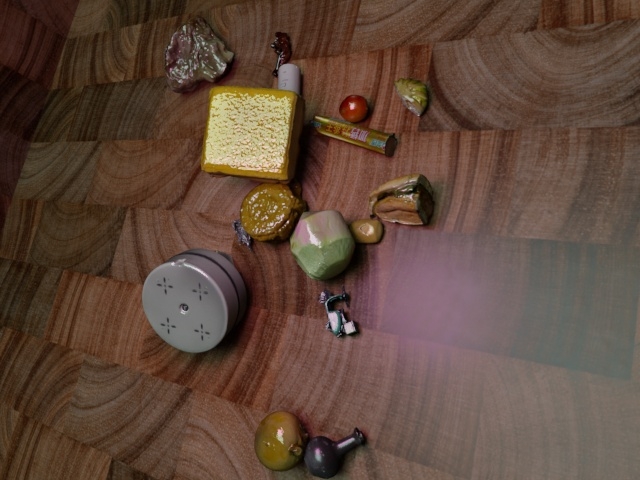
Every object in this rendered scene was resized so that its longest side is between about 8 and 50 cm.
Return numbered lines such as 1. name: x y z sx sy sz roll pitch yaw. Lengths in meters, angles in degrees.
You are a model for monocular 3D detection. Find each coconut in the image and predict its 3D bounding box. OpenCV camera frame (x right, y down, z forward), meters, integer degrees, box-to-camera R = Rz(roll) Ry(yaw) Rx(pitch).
1. coconut: 0.000 0.000 1.649 0.204 0.236 0.236 -29 61 1

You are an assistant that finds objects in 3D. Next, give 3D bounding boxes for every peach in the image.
1. peach: 0.115 -0.464 1.795 0.100 0.100 0.101 -10 70 28

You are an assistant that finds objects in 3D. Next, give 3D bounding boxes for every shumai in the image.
1. shumai: -0.517 -0.800 2.268 0.282 0.217 0.347 19 99 2

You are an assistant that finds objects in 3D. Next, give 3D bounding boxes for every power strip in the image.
1. power strip: -0.436 0.216 1.780 0.356 0.161 0.358 5 109 16

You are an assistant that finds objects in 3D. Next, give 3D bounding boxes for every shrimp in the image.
1. shrimp: -0.288 -0.019 1.914 0.065 0.057 0.165 -24 53 5

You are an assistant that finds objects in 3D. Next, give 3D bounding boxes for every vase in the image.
1. vase: 0.046 0.611 1.488 0.182 0.120 0.120 -29 61 3

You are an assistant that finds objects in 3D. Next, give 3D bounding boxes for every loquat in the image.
1. loquat: -0.114 0.608 1.545 0.204 0.149 0.172 -5 63 52

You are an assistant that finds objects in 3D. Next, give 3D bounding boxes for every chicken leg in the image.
1. chicken leg: -0.162 -0.765 2.083 0.089 0.048 0.219 -16 67 29

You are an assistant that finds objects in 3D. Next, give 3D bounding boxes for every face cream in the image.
1. face cream: -0.122 -0.520 1.957 0.092 0.092 0.312 -10 71 28

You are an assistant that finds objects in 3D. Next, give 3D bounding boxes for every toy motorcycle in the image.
1. toy motorcycle: 0.055 0.227 1.633 0.100 0.058 0.173 -24 65 14

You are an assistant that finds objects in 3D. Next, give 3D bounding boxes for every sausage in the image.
1. sausage: 0.098 -0.380 1.790 0.371 0.082 0.082 25 88 34

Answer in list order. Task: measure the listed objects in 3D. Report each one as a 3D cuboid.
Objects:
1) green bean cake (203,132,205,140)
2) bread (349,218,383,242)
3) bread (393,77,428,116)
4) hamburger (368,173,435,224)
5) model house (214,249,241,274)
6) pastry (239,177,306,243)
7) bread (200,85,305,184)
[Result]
1. green bean cake: -0.362 -0.470 2.072 0.208 0.107 0.194 7 77 30
2. bread: 0.144 -0.032 1.663 0.115 0.056 0.082 6 77 31
3. bread: 0.311 -0.490 1.707 0.094 0.083 0.157 -21 63 10
4. hamburger: 0.240 -0.140 1.591 0.207 0.155 0.136 3 53 39
5. model house: -0.373 0.132 1.888 0.127 0.100 0.149 -39 61 15
6. pastry: -0.172 -0.104 1.826 0.235 0.132 0.240 -29 62 20
7. bread: -0.239 -0.371 1.787 0.332 0.143 0.324 8 86 10
